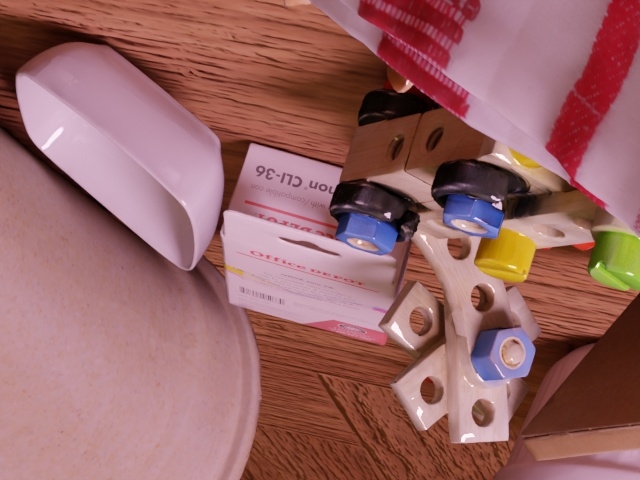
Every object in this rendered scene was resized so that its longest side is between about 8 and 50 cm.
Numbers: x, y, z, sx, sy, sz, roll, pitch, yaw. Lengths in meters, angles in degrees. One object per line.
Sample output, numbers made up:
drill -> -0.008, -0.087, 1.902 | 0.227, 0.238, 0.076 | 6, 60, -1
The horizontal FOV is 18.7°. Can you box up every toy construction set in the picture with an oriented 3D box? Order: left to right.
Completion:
toy construction set -> 0.130, -0.002, 1.026 | 0.215, 0.151, 0.328 | 25, 149, -26

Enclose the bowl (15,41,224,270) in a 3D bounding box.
bowl -> -0.110, -0.056, 1.147 | 0.142, 0.053, 0.142 | 39, 165, 7

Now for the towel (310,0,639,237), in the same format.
towel -> 0.028, -0.139, 0.473 | 0.329, 0.037, 0.237 | 39, 143, 28

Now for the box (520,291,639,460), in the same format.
box -> 0.217, 0.054, 1.081 | 0.021, 0.164, 0.201 | 50, 153, -11

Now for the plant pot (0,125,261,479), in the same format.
plant pot -> -0.249, 0.058, 1.264 | 0.334, 0.333, 0.305 | 7, 153, 27

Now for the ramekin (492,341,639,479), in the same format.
ramekin -> 0.267, 0.168, 1.419 | 0.273, 0.127, 0.273 | 14, 162, 5

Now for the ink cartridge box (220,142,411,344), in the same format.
ink cartridge box -> 0.000, 0.000, 1.249 | 0.115, 0.067, 0.198 | 16, 164, 3

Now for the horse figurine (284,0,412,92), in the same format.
horse figurine -> 0.078, -0.097, 0.773 | 0.174, 0.066, 0.263 | -5, -150, -34
